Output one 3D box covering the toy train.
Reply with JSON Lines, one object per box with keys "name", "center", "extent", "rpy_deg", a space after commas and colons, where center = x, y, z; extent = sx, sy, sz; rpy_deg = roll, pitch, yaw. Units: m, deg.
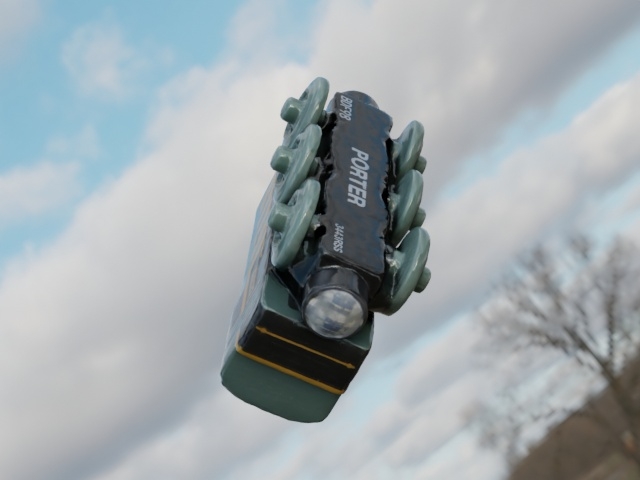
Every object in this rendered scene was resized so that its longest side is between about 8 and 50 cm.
{"name": "toy train", "center": [0.000, 0.000, 1.304], "extent": [0.190, 0.142, 0.334], "rpy_deg": [-59, 14, 30]}
